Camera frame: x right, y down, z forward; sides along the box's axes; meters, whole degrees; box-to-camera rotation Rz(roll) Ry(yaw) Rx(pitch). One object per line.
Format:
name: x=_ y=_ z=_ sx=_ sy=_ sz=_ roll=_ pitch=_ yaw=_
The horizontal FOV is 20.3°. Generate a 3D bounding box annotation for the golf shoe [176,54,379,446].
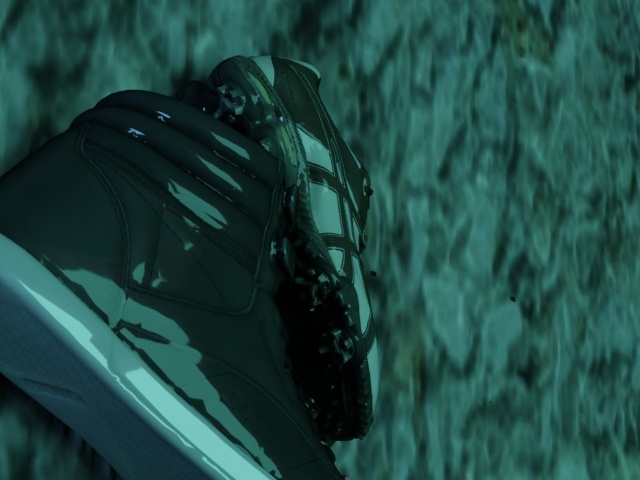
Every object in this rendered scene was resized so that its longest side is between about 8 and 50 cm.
golf shoe: x=0.000 y=0.000 z=0.884 sx=0.094 sy=0.077 sz=0.198 roll=-25 pitch=102 yaw=-49

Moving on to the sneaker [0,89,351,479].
sneaker: x=-0.029 y=0.055 z=0.796 sx=0.296 sy=0.104 sz=0.147 roll=48 pitch=57 yaw=-20
